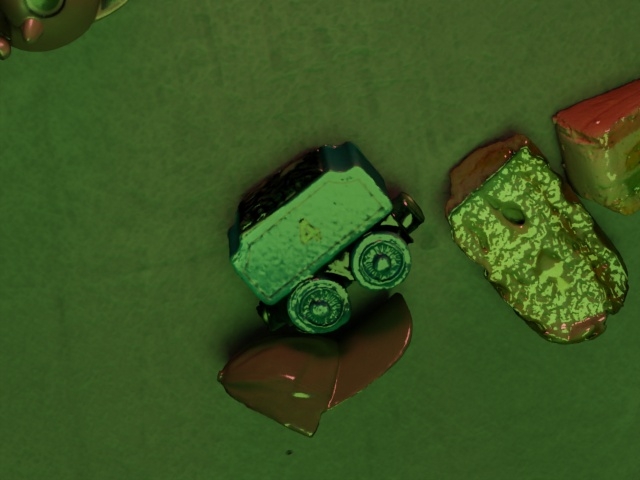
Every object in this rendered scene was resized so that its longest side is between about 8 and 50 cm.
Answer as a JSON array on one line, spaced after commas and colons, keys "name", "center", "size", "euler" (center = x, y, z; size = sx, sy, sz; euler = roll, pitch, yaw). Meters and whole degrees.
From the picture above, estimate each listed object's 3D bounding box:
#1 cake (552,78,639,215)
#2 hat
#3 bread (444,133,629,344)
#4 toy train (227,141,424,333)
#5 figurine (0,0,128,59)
[{"name": "cake", "center": [0.357, -0.110, 1.504], "size": [0.225, 0.090, 0.109], "euler": [-21, 114, 1]}, {"name": "hat", "center": [-0.006, 0.105, 1.535], "size": [0.144, 0.166, 0.173], "euler": [28, 90, -12]}, {"name": "bread", "center": [0.223, 0.004, 1.543], "size": [0.128, 0.088, 0.232], "euler": [-41, 109, 1]}, {"name": "toy train", "center": [0.000, 0.000, 1.494], "size": [0.198, 0.107, 0.154], "euler": [-36, 108, 9]}, {"name": "figurine", "center": [-0.255, -0.230, 1.326], "size": [0.138, 0.125, 0.125], "euler": [-33, 118, -10]}]
